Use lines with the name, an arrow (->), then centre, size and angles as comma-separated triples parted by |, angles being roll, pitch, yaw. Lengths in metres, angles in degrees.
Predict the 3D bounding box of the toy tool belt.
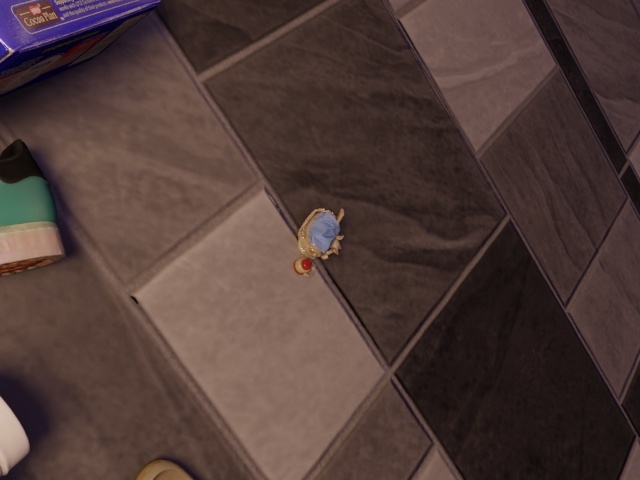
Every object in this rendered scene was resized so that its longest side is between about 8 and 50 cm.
toy tool belt -> 0.000, 0.000, 0.852 | 0.052, 0.051, 0.083 | 38, 56, -26

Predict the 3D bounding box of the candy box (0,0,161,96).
candy box -> -0.306, -0.277, 0.561 | 0.317, 0.122, 0.268 | 56, 23, -15

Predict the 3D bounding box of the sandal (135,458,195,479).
sandal -> -0.102, 0.275, 0.681 | 0.180, 0.049, 0.072 | 51, 51, -22

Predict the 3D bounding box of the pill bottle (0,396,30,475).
pill bottle -> -0.313, 0.185, 0.483 | 0.215, 0.117, 0.117 | -40, 104, -40

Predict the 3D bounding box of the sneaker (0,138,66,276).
sneaker -> -0.345, -0.019, 0.532 | 0.302, 0.108, 0.121 | -10, 83, -50
